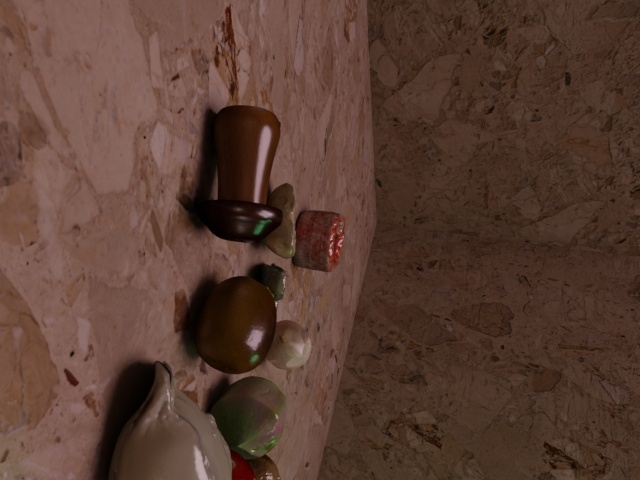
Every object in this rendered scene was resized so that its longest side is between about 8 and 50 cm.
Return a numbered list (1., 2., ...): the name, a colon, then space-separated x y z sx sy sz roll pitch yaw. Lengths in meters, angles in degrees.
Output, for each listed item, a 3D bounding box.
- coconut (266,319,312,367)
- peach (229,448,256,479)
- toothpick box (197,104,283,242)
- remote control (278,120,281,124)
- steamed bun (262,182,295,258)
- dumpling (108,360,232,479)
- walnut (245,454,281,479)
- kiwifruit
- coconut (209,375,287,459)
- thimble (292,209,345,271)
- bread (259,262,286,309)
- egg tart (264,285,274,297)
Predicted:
1. coconut: -0.109 0.351 1.817 0.183 0.171 0.171 86 16 -68
2. peach: -0.246 0.603 1.322 0.197 0.197 0.197 8 90 -77
3. toothpick box: -0.175 -0.143 1.221 0.192 0.192 0.294 24 69 -76
4. remote control: -0.140 -0.345 1.603 0.096 0.014 0.039 19 79 -75
5. steamed bun: -0.127 -0.038 1.631 0.212 0.110 0.231 -94 -178 -63
6. dumpling: -0.304 0.423 1.085 0.315 0.233 0.395 -153 -127 -71
7. walnut: -0.206 0.697 1.586 0.155 0.184 0.155 5 90 -82
8. kiwifruit: -0.199 0.197 1.300 0.196 0.196 0.234 83 13 -47
9. coconut: -0.195 0.487 1.468 0.205 0.236 0.236 60 22 -9
10. thimble: 0.000 0.000 2.078 0.239 0.162 0.239 9 90 -77
11. bread: -0.152 0.133 1.648 0.232 0.064 0.172 113 -21 -49
12. egg tart: -0.193 0.221 1.502 0.212 0.090 0.213 13 90 -90
